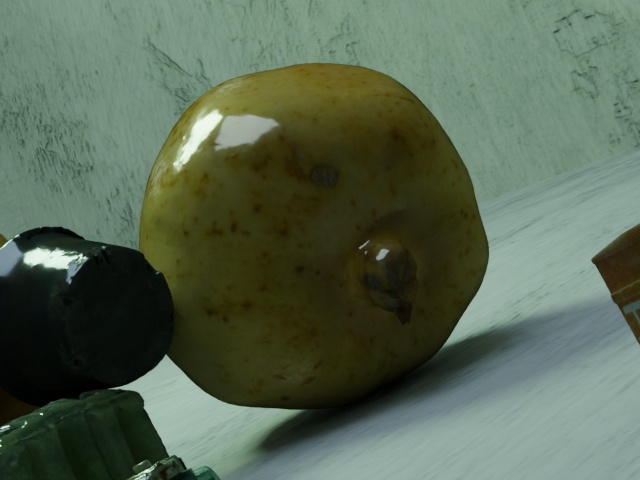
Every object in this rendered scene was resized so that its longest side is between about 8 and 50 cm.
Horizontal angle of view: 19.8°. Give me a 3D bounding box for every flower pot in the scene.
[{"bbox_3d":[-0.198,0.064,1.556,0.107,0.157,0.157,-4,15,44],"label":"flower pot"}]

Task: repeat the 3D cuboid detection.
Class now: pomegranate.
[{"bbox_3d":[0.000,0.000,1.657,0.342,0.342,0.342,-23,3,1],"label":"pomegranate"}]

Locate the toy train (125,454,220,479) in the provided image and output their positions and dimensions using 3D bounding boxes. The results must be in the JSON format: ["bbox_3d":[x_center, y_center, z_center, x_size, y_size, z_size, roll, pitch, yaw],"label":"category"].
[{"bbox_3d":[-0.156,0.213,1.232,0.194,0.080,0.125,-27,-6,-26],"label":"toy train"}]

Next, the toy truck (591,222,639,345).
[{"bbox_3d":[0.330,-0.018,1.161,0.305,0.136,0.162,-27,-4,-26],"label":"toy truck"}]

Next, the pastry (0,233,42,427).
[{"bbox_3d":[-0.424,0.139,1.645,0.409,0.245,0.409,-43,-29,-31],"label":"pastry"}]

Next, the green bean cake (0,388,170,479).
[{"bbox_3d":[-0.257,0.216,1.489,0.227,0.125,0.222,-26,0,36],"label":"green bean cake"}]
